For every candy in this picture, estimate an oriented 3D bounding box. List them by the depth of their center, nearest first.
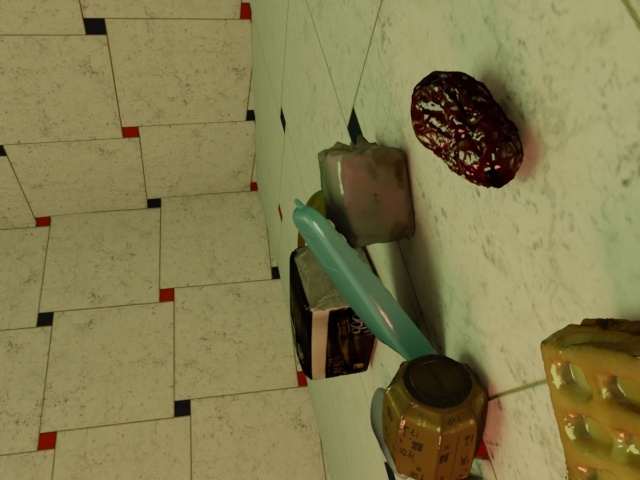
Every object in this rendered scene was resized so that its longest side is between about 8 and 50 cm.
[{"bbox_3d":[0.079,-0.089,0.995,0.185,0.137,0.195,-136,35,-71],"label":"candy"},{"bbox_3d":[0.164,0.446,1.236,0.174,0.071,0.138,-119,21,-58],"label":"candy"}]

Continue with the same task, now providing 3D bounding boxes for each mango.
[{"bbox_3d":[-0.001,0.001,1.510,0.146,0.129,0.289,-173,81,-80],"label":"mango"}]

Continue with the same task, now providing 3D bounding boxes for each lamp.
[{"bbox_3d":[0.176,0.280,0.830,0.161,0.161,0.185,-116,17,-53],"label":"lamp"}]

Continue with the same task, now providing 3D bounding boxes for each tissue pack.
[{"bbox_3d":[0.025,0.191,1.360,0.370,0.198,0.210,93,159,-51],"label":"tissue pack"}]

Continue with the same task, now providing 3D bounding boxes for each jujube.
[{"bbox_3d":[0.169,-0.126,0.622,0.104,0.104,0.165,99,149,-59],"label":"jujube"}]

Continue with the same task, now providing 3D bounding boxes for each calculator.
[{"bbox_3d":[0.068,0.078,0.991,0.386,0.054,0.256,54,172,-10],"label":"calculator"}]

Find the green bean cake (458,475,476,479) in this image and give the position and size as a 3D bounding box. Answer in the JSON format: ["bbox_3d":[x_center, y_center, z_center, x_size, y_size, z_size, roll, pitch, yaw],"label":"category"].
[{"bbox_3d":[0.165,0.501,0.905,0.224,0.230,0.131,96,154,-62],"label":"green bean cake"}]

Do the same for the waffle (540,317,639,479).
[{"bbox_3d":[0.284,0.162,0.342,0.328,0.098,0.224,146,114,-80],"label":"waffle"}]
